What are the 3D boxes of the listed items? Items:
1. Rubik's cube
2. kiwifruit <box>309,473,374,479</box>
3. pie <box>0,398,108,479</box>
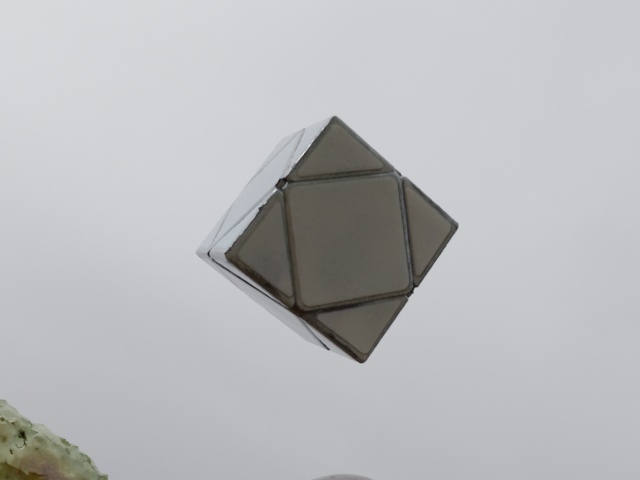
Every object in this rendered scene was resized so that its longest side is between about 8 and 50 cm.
[{"bbox_3d":[0.000,0.000,0.845,0.207,0.205,0.205,41,-13,-16],"label":"Rubik's cube"},{"bbox_3d":[0.021,0.516,1.237,0.234,0.196,0.196,-7,-51,-5],"label":"kiwifruit"},{"bbox_3d":[-0.200,0.185,0.309,0.201,0.248,0.090,48,-14,12],"label":"pie"}]
